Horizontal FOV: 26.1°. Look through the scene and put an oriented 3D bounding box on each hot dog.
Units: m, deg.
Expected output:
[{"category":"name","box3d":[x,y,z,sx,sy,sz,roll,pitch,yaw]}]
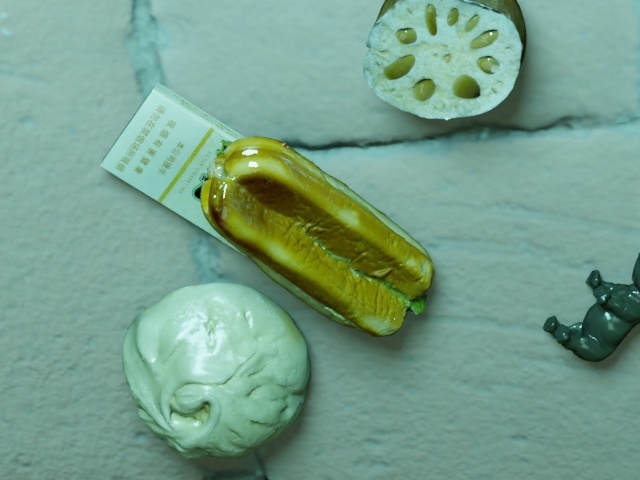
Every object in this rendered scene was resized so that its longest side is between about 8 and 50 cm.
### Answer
[{"category":"hot dog","box3d":[0.000,0.000,1.169,0.250,0.076,0.104,33,95,-34]}]

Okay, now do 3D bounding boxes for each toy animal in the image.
[{"category":"toy animal","box3d":[0.262,0.054,1.212,0.065,0.047,0.135,29,117,-18]}]

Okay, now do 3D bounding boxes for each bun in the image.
[{"category":"bun","box3d":[-0.095,0.129,1.253,0.183,0.102,0.183,1,121,1]}]

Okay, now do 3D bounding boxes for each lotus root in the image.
[{"category":"lotus root","box3d":[0.097,-0.155,1.082,0.122,0.081,0.112,19,122,-7]}]

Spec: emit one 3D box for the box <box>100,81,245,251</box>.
[{"category":"box","box3d":[-0.095,-0.056,1.188,0.167,0.024,0.090,32,116,-14]}]
